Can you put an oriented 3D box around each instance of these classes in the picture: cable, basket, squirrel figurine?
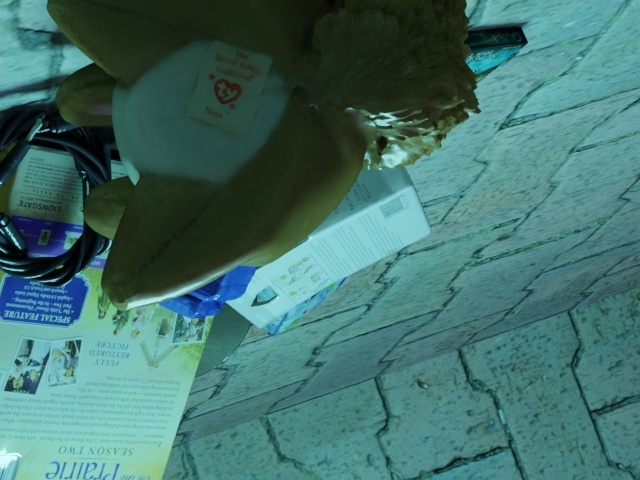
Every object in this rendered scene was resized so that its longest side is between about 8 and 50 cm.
[{"bbox_3d":[-0.266,-0.035,1.665,0.151,0.184,0.047,-15,-151,-35],"label":"cable"},{"bbox_3d":[-0.214,0.088,2.317,0.204,0.154,0.227,-42,158,9],"label":"basket"},{"bbox_3d":[-0.035,-0.109,1.592,0.397,0.281,0.370,-19,173,0],"label":"squirrel figurine"}]

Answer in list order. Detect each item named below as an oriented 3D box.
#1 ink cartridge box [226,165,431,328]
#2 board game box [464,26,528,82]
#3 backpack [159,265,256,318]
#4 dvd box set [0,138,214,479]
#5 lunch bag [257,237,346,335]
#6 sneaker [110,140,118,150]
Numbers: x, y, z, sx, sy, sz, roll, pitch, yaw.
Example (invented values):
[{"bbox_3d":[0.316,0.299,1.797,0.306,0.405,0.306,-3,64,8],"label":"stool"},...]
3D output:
[{"bbox_3d":[0.000,0.000,2.122,0.261,0.066,0.296,-28,167,2],"label":"ink cartridge box"},{"bbox_3d":[0.133,-0.198,1.994,0.186,0.026,0.126,-11,162,-38],"label":"board game box"},{"bbox_3d":[-0.122,0.024,1.776,0.101,0.098,0.120,-62,168,11],"label":"backpack"},{"bbox_3d":[-0.256,0.109,1.817,0.308,0.420,0.062,8,-166,-43],"label":"dvd box set"},{"bbox_3d":[-0.021,0.043,2.493,0.176,0.090,0.219,-41,174,-19],"label":"lunch bag"},{"bbox_3d":[-0.168,-0.030,1.915,0.094,0.151,0.256,-26,165,23],"label":"sneaker"}]
